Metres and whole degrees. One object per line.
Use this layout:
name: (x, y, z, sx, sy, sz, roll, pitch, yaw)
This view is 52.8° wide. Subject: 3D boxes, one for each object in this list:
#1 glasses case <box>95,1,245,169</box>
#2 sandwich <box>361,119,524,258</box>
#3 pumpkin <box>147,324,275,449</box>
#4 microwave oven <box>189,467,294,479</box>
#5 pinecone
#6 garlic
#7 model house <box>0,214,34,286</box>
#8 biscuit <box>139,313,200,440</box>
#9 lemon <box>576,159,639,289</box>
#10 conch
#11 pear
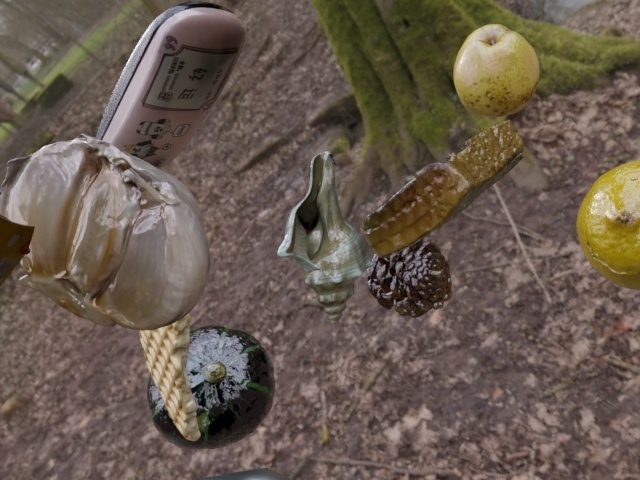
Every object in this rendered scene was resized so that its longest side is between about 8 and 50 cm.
glasses case: (-0.206, -0.186, 0.848, 0.314, 0.122, 0.075, -44, 67, 42)
sandwich: (0.192, -0.076, 1.013, 0.226, 0.087, 0.251, -36, -3, 43)
pumpkin: (-0.259, 0.349, 1.548, 0.238, 0.315, 0.315, 97, -164, -62)
microwave oven: (-0.122, 0.685, 1.183, 0.374, 0.236, 0.432, 1, 83, 49)
pinecone: (0.242, 0.103, 1.852, 0.244, 0.244, 0.309, -57, 12, -14)
garlic: (-0.202, -0.014, 0.670, 0.178, 0.229, 0.143, -61, -14, 21)
model house: (-0.364, 0.030, 0.510, 0.207, 0.136, 0.219, -56, 2, -5)
biscuit: (-0.289, 0.214, 1.201, 0.040, 0.309, 0.204, -18, 34, -32)
lemon: (0.660, -0.031, 1.297, 0.293, 0.293, 0.293, -34, 32, 25)
conch: (-0.007, 0.009, 0.950, 0.137, 0.234, 0.114, -30, 5, -26)
pear: (0.344, -0.336, 1.270, 0.178, 0.178, 0.178, -34, 32, 25)
